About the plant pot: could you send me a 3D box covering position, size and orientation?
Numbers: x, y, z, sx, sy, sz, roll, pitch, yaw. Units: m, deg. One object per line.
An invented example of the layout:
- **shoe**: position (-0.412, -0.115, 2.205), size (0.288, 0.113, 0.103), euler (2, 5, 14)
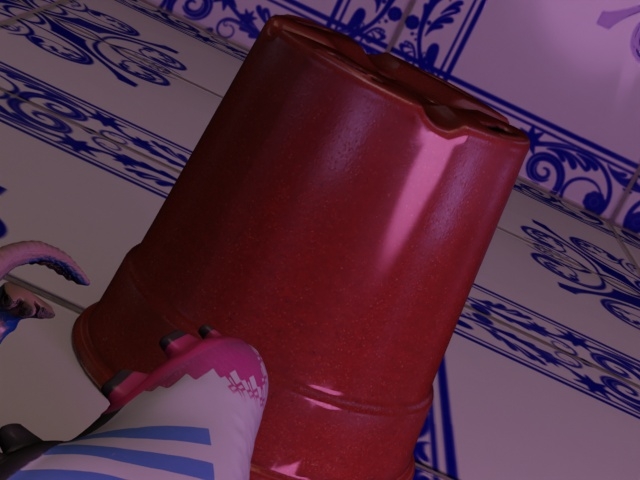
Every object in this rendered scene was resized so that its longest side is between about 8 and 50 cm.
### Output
- **plant pot**: position (0.000, 0.000, 0.984), size (0.272, 0.265, 0.272), euler (24, 14, -6)

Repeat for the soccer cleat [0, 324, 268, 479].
- **soccer cleat**: position (-0.085, 0.143, 0.695), size (0.143, 0.116, 0.331), euler (44, 19, 7)

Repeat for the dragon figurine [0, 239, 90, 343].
- **dragon figurine**: position (-0.204, 0.070, 0.655), size (0.085, 0.144, 0.289), euler (37, 14, -4)
